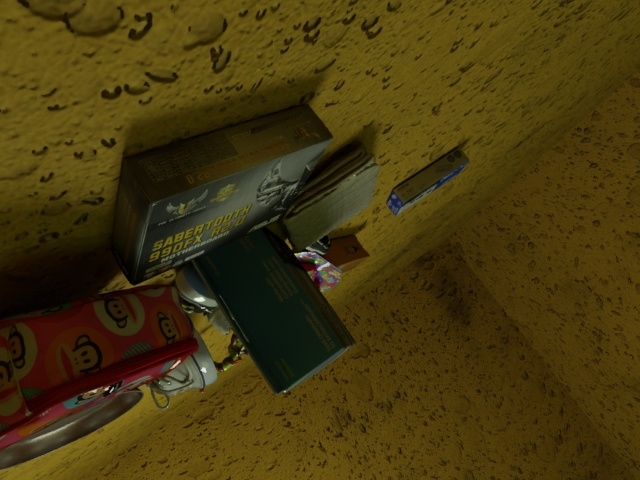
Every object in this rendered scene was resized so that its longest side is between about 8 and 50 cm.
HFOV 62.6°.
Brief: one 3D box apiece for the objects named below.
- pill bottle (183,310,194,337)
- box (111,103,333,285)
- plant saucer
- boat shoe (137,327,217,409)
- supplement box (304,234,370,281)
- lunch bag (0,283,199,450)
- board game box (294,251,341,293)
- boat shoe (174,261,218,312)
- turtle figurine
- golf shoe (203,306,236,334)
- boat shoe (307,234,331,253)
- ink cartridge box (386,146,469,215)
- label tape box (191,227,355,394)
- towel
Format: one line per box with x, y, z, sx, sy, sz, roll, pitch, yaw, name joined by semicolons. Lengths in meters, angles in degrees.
-0.264;0.147;0.884;0.086;0.086;0.152;-33;167;-14;pill bottle
-0.115;-0.052;0.605;0.231;0.056;0.183;-27;166;-36;box
-0.510;0.358;1.043;0.310;0.050;0.310;-28;165;-9;plant saucer
-0.341;0.292;1.167;0.156;0.136;0.367;-26;174;-28;boat shoe
0.037;0.045;1.338;0.080;0.078;0.233;-42;166;27;supplement box
-0.305;0.150;0.638;0.293;0.120;0.258;-26;174;21;lunch bag
-0.031;0.092;1.203;0.133;0.033;0.169;-33;133;24;board game box
-0.197;0.090;0.871;0.070;0.078;0.219;-37;170;1;boat shoe
-0.202;0.251;1.311;0.269;0.087;0.217;-53;173;-40;turtle figurine
-0.167;0.147;1.152;0.176;0.086;0.069;-28;164;-37;golf shoe
0.000;0.000;1.150;0.038;0.046;0.125;-34;161;18;boat shoe
0.265;-0.145;1.309;0.207;0.046;0.097;-33;169;-13;ink cartridge box
-0.064;0.104;0.872;0.115;0.249;0.347;-35;168;0;label tape box
0.012;-0.065;0.927;0.187;0.049;0.282;-33;169;-6;towel
